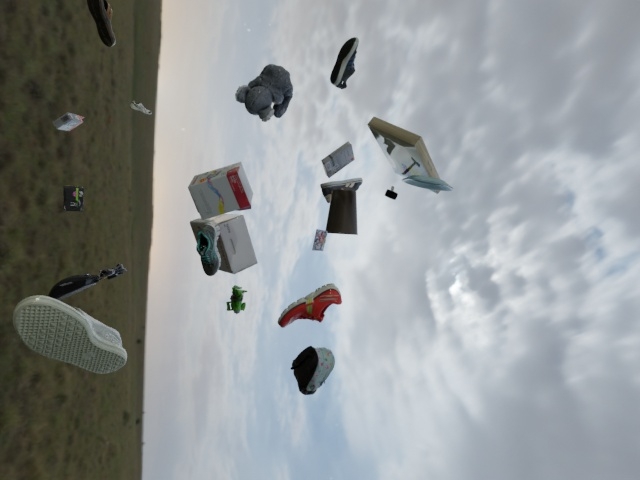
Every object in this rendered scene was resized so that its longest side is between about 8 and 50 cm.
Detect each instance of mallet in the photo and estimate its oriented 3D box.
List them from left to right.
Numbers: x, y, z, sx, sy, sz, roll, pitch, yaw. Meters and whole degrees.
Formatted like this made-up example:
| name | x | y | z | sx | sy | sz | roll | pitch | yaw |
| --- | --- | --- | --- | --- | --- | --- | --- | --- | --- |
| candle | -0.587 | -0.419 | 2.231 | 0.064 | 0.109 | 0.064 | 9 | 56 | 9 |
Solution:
| name | x | y | z | sx | sy | sz | roll | pitch | yaw |
| --- | --- | --- | --- | --- | --- | --- | --- | --- | --- |
| mallet | 0.373 | -0.248 | 2.246 | 0.039 | 0.062 | 0.189 | -67 | 170 | 22 |

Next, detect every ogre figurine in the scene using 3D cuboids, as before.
| name | x | y | z | sx | sy | sz | roll | pitch | yaw |
| --- | --- | --- | --- | --- | --- | --- | --- | --- | --- |
| ogre figurine | -0.421 | 0.296 | 2.206 | 0.197 | 0.096 | 0.118 | 12 | -86 | 51 |

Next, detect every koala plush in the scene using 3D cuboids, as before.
| name | x | y | z | sx | sy | sz | roll | pitch | yaw |
| --- | --- | --- | --- | --- | --- | --- | --- | --- | --- |
| koala plush | -0.230 | -0.583 | 1.770 | 0.221 | 0.196 | 0.203 | -52 | -172 | -36 |

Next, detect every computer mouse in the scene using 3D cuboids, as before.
| name | x | y | z | sx | sy | sz | roll | pitch | yaw |
| --- | --- | --- | --- | --- | --- | --- | --- | --- | --- |
| computer mouse | -0.840 | 0.139 | 1.585 | 0.184 | 0.261 | 0.060 | -42 | 108 | -85 |

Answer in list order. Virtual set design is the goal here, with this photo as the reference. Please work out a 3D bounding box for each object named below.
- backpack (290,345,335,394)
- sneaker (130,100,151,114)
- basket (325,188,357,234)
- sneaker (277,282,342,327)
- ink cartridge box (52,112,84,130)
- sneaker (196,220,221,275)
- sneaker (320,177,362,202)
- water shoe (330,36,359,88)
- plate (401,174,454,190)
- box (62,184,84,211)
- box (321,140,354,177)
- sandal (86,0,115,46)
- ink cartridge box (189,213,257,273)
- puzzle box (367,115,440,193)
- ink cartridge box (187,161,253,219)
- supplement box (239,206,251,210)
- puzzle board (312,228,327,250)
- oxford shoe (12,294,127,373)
| name | x | y | z | sx | sy | sz | roll | pitch | yaw |
| --- | --- | --- | --- | --- | --- | --- | --- | --- | --- |
| backpack | -0.026 | 0.496 | 1.729 | 0.182 | 0.115 | 0.152 | -61 | -139 | 24 |
| sneaker | -0.715 | -0.532 | 1.761 | 0.032 | 0.083 | 0.037 | 35 | -74 | 53 |
| basket | 0.115 | -0.146 | 2.280 | 0.154 | 0.204 | 0.227 | 4 | -88 | 40 |
| sneaker | -0.041 | 0.276 | 1.720 | 0.119 | 0.278 | 0.107 | 59 | 5 | 14 |
| ink cartridge box | -0.862 | -0.407 | 1.520 | 0.029 | 0.062 | 0.115 | 59 | 4 | -8 |
| sneaker | -0.330 | 0.030 | 1.262 | 0.076 | 0.064 | 0.167 | -52 | 145 | -66 |
| sneaker | 0.130 | -0.290 | 2.563 | 0.126 | 0.320 | 0.128 | -8 | -84 | 49 |
| water shoe | 0.108 | -0.719 | 1.790 | 0.073 | 0.080 | 0.203 | 39 | -75 | 45 |
| plate | 0.385 | -0.209 | 1.580 | 0.188 | 0.188 | 0.024 | -164 | -95 | -68 |
| box | -0.871 | -0.149 | 1.550 | 0.052 | 0.062 | 0.084 | 27 | -68 | 52 |
| box | 0.099 | -0.444 | 2.429 | 0.038 | 0.186 | 0.145 | 52 | -6 | 27 |
| sandal | -0.798 | -0.837 | 1.625 | 0.089 | 0.060 | 0.220 | 10 | -56 | 34 |
| ink cartridge box | -0.423 | 0.006 | 1.910 | 0.307 | 0.128 | 0.224 | 7 | -64 | 53 |
| puzzle box | 0.390 | -0.378 | 1.987 | 0.272 | 0.409 | 0.052 | 35 | -94 | 36 |
| ink cartridge box | -0.333 | -0.168 | 1.482 | 0.128 | 0.176 | 0.128 | -99 | 171 | -64 |
| supplement box | -0.477 | -0.209 | 2.373 | 0.188 | 0.104 | 0.081 | 6 | -78 | 30 |
| puzzle board | 0.000 | 0.000 | 1.999 | 0.128 | 0.011 | 0.097 | 7 | 95 | -68 |
| oxford shoe | -0.757 | 0.279 | 1.347 | 0.130 | 0.169 | 0.449 | 60 | -6 | 34 |
